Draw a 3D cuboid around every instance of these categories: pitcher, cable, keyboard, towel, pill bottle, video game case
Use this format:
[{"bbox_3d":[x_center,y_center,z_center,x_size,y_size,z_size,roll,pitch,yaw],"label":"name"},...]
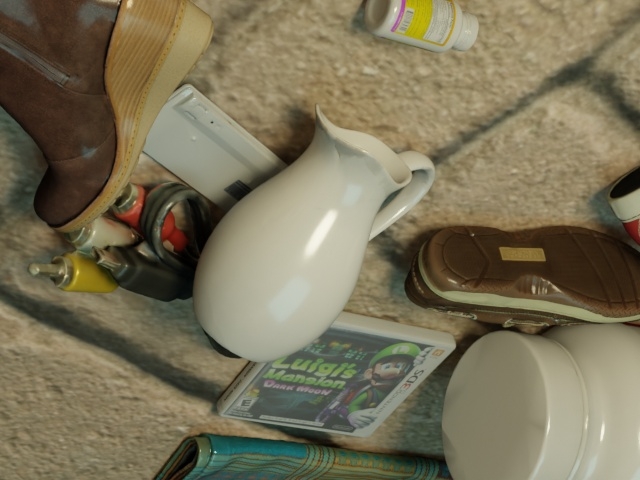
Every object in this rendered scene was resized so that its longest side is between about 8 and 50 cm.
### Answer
[{"bbox_3d":[0.000,0.000,1.151,0.177,0.125,0.207,12,119,-53],"label":"pitcher"},{"bbox_3d":[-0.119,0.019,1.216,0.139,0.072,0.287,-48,147,10],"label":"cable"},{"bbox_3d":[-0.060,-0.048,1.170,0.072,0.014,0.256,-28,140,22],"label":"keyboard"},{"bbox_3d":[-0.040,0.321,1.597,0.370,0.040,0.271,12,134,-31],"label":"towel"},{"bbox_3d":[0.078,-0.168,1.047,0.083,0.043,0.043,11,134,-30],"label":"pill bottle"},{"bbox_3d":[0.339,0.203,1.435,0.407,0.229,0.229,10,134,-29],"label":"pill bottle"},{"bbox_3d":[0.016,0.138,1.408,0.190,0.022,0.173,13,132,-31],"label":"video game case"}]

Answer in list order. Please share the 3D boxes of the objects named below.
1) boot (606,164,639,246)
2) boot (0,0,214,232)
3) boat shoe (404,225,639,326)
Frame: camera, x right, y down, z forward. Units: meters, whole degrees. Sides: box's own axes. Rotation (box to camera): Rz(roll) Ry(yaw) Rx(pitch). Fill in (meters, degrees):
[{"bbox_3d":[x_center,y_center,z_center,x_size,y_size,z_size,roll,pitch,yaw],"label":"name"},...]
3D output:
[{"bbox_3d":[0.405,-0.031,1.227,0.244,0.088,0.176,-32,102,28],"label":"boot"},{"bbox_3d":[-0.216,-0.122,0.991,0.206,0.090,0.248,21,131,-22],"label":"boot"},{"bbox_3d":[0.199,0.040,1.314,0.257,0.095,0.095,10,149,-20],"label":"boat shoe"}]
